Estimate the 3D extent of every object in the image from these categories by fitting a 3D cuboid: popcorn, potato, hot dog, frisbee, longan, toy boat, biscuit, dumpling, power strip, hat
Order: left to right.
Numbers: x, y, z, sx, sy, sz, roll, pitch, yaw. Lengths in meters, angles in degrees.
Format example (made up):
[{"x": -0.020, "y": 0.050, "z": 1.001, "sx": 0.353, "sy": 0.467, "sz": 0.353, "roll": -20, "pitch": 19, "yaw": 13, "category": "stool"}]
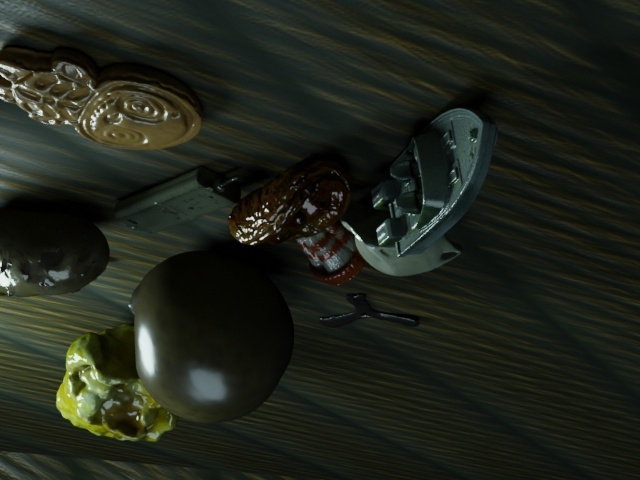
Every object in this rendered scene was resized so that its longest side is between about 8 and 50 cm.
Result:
[{"x": -0.484, "y": 0.025, "z": 1.883, "sx": 0.262, "sy": 0.165, "sz": 0.165, "roll": 4, "pitch": 157, "yaw": 11, "category": "potato"}, {"x": -0.302, "y": -0.188, "z": 1.500, "sx": 0.289, "sy": 0.044, "sz": 0.202, "roll": 15, "pitch": 154, "yaw": -28, "category": "biscuit"}, {"x": -0.394, "y": 0.286, "z": 2.385, "sx": 0.334, "sy": 0.293, "sz": 0.292, "roll": -15, "pitch": 125, "yaw": -27, "category": "popcorn"}, {"x": -0.221, "y": -0.066, "z": 1.770, "sx": 0.268, "sy": 0.034, "sz": 0.092, "roll": -18, "pitch": 148, "yaw": 41, "category": "power strip"}, {"x": -0.197, "y": 0.173, "z": 1.984, "sx": 0.319, "sy": 0.319, "sz": 0.319, "roll": 4, "pitch": 156, "yaw": 2, "category": "longan"}, {"x": -0.045, "y": -0.054, "z": 1.675, "sx": 0.160, "sy": 0.099, "sz": 0.227, "roll": -15, "pitch": 167, "yaw": -33, "category": "hot dog"}, {"x": 0.000, "y": 0.000, "z": 1.849, "sx": 0.112, "sy": 0.093, "sz": 0.162, "roll": -22, "pitch": 129, "yaw": 28, "category": "hat"}, {"x": 0.083, "y": 0.145, "z": 2.229, "sx": 0.211, "sy": 0.012, "sz": 0.187, "roll": -3, "pitch": 155, "yaw": 18, "category": "frisbee"}, {"x": 0.119, "y": -0.010, "z": 1.755, "sx": 0.229, "sy": 0.124, "sz": 0.151, "roll": 14, "pitch": -166, "yaw": -40, "category": "dumpling"}, {"x": 0.159, "y": -0.090, "z": 1.520, "sx": 0.092, "sy": 0.141, "sz": 0.319, "roll": 1, "pitch": 158, "yaw": -21, "category": "toy boat"}]
